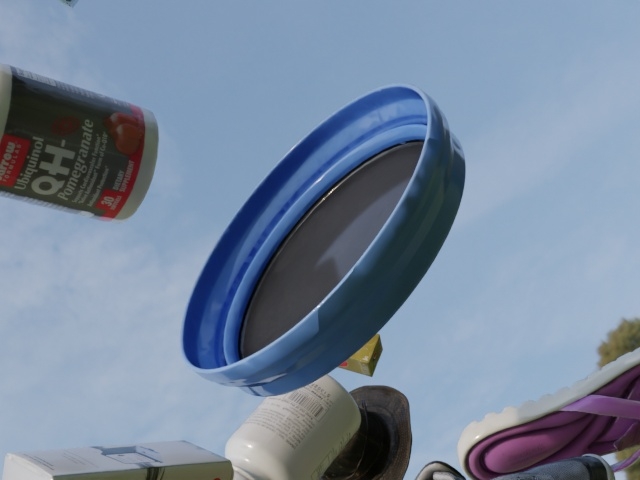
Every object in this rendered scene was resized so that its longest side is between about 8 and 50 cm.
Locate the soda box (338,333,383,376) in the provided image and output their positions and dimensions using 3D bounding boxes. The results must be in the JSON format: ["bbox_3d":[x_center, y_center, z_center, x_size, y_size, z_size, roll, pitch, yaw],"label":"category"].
[{"bbox_3d":[0.016,0.182,1.736,0.058,0.181,0.061,76,-147,-54],"label":"soda box"}]

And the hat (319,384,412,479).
[{"bbox_3d":[0.028,0.411,1.975,0.134,0.331,0.331,33,-79,-32],"label":"hat"}]

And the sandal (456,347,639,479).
[{"bbox_3d":[0.396,0.267,1.356,0.416,0.102,0.169,-26,-56,15],"label":"sandal"}]

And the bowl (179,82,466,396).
[{"bbox_3d":[0.000,0.000,1.072,0.077,0.391,0.391,40,-83,-22],"label":"bowl"}]

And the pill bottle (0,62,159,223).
[{"bbox_3d":[-0.399,-0.140,1.337,0.319,0.176,0.176,15,-65,-31],"label":"pill bottle"}]

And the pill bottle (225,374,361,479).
[{"bbox_3d":[-0.057,0.295,1.355,0.229,0.131,0.131,-45,-36,-35],"label":"pill bottle"}]

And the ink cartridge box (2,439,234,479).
[{"bbox_3d":[-0.180,0.256,0.853,0.191,0.082,0.139,8,-89,-48],"label":"ink cartridge box"}]

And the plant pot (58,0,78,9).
[{"bbox_3d":[-0.362,-0.460,1.206,0.196,0.293,0.293,-51,-43,-2],"label":"plant pot"}]

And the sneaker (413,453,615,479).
[{"bbox_3d":[0.206,0.307,1.132,0.269,0.101,0.153,-28,-47,9],"label":"sneaker"}]
